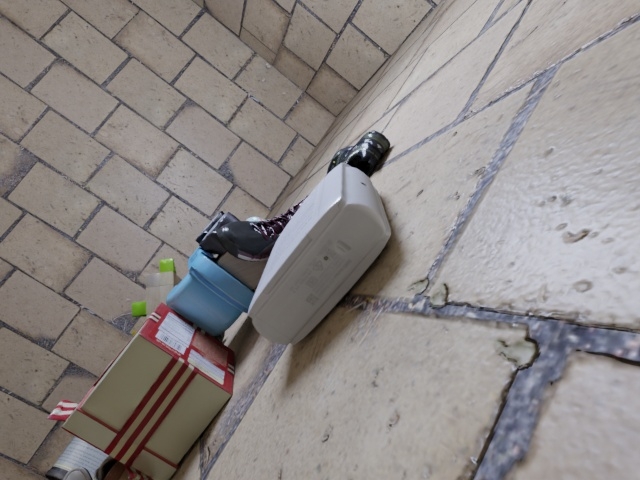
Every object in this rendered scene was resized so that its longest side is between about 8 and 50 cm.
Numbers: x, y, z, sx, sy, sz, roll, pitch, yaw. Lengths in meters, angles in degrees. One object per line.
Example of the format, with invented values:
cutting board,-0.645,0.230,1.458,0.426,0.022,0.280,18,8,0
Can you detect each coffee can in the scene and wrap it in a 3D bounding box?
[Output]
coffee can,-0.582,0.567,1.157,0.201,0.201,0.275,-42,16,45

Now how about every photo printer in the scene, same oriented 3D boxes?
photo printer,0.000,0.000,0.708,0.256,0.107,0.307,-51,11,18

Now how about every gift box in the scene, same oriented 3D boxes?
gift box,-0.352,0.315,0.847,0.258,0.255,0.276,-52,8,0

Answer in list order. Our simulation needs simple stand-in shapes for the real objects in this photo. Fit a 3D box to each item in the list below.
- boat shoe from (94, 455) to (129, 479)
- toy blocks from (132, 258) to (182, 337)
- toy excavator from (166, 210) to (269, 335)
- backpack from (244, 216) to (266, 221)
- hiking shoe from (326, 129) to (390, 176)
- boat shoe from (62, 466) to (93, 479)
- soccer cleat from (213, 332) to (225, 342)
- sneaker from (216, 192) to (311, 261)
boat shoe,-0.443,0.523,0.937,0.324,0.116,0.123,-37,20,55
toy blocks,-0.558,0.290,1.530,0.261,0.190,0.382,103,159,-71
toy excavator,-0.321,0.159,1.076,0.445,0.222,0.433,-51,16,-10
backpack,-0.209,0.023,1.334,0.188,0.165,0.144,-49,13,39
hiking shoe,0.068,-0.176,0.999,0.227,0.086,0.114,-36,18,55
boat shoe,-0.489,0.576,0.853,0.075,0.206,0.065,-16,-11,-7
soccer cleat,-0.399,0.345,1.326,0.318,0.108,0.116,-51,8,26
sneaker,-0.083,-0.043,0.885,0.162,0.106,0.281,-49,-24,23
